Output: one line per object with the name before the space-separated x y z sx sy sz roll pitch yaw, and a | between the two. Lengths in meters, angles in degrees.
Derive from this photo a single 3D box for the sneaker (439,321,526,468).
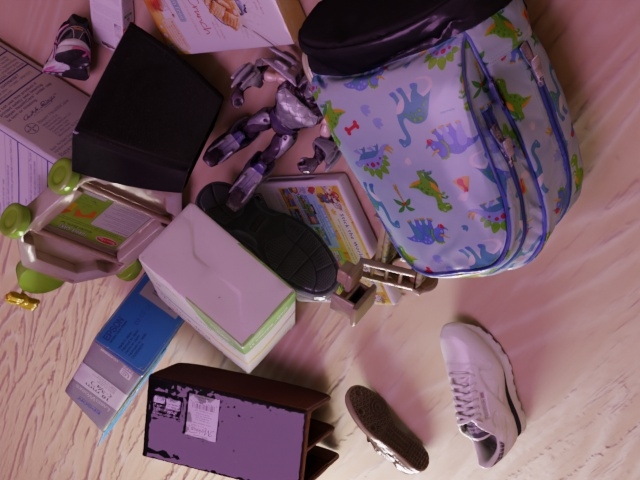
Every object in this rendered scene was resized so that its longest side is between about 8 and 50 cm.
sneaker | 0.232 0.226 1.884 0.090 0.095 0.235 -3 122 46

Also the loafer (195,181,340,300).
loafer | -0.073 0.006 1.925 0.267 0.096 0.084 37 163 20

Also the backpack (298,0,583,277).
backpack | 0.157 -0.130 1.506 0.290 0.273 0.355 -8 133 39

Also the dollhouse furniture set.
dollhouse furniture set | 0.101 0.015 1.738 0.101 0.161 0.182 28 142 19

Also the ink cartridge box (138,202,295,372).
ink cartridge box | -0.150 0.088 1.959 0.207 0.119 0.353 40 169 8

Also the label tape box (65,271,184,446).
label tape box | -0.332 0.188 2.231 0.106 0.240 0.333 35 143 -2

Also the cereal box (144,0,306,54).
cereal box | -0.144 -0.338 1.711 0.240 0.047 0.173 2 128 42

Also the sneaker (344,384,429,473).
sneaker | 0.097 0.323 2.124 0.188 0.066 0.071 48 144 -6

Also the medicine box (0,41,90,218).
medicine box | -0.493 -0.149 2.132 0.289 0.149 0.263 33 142 14

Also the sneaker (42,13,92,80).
sneaker | -0.379 -0.298 1.960 0.072 0.077 0.178 12 170 -22

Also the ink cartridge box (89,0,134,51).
ink cartridge box | -0.308 -0.334 1.882 0.063 0.029 0.115 28 142 19

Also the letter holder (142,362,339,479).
letter holder | -0.127 0.313 2.249 0.302 0.214 0.152 10 102 21

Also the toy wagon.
toy wagon | -0.385 -0.010 2.050 0.344 0.068 0.267 -37 142 23

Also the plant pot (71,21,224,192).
plant pot | -0.245 -0.170 1.842 0.167 0.187 0.188 26 163 -5

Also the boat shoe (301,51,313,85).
boat shoe | 0.070 -0.178 1.650 0.223 0.080 0.073 48 143 -16

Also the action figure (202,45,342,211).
action figure | -0.060 -0.157 1.775 0.185 0.099 0.285 50 140 0

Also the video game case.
video game case | 0.000 0.000 1.931 0.206 0.026 0.227 0 125 43
